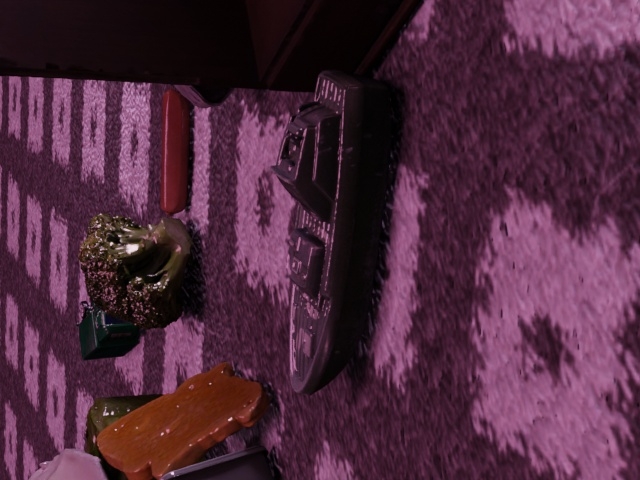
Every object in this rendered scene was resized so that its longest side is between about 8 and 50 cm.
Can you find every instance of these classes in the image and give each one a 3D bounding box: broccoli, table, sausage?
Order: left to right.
[{"bbox_3d":[-0.207,0.037,1.365,0.138,0.146,0.162,-43,28,20],"label":"broccoli"},{"bbox_3d":[-0.166,-0.099,1.370,0.030,0.035,0.147,-48,-40,-77],"label":"sausage"},{"bbox_3d":[-0.081,-0.245,0.847,0.250,0.282,0.196,131,134,-57],"label":"table"}]

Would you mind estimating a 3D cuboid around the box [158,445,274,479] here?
[{"bbox_3d":[-0.094,0.250,1.120,0.069,0.122,0.084,58,145,30],"label":"box"}]

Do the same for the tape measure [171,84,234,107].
[{"bbox_3d":[-0.113,-0.242,1.139,0.197,0.120,0.236,114,150,-49],"label":"tape measure"}]

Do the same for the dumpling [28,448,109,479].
[{"bbox_3d":[-0.303,0.338,1.248,0.204,0.163,0.293,108,163,-44],"label":"dumpling"}]

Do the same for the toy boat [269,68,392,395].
[{"bbox_3d":[0.000,0.000,0.921,0.078,0.085,0.260,-139,52,-58],"label":"toy boat"}]

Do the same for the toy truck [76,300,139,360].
[{"bbox_3d":[-0.284,0.109,1.616,0.147,0.065,0.079,143,121,-62],"label":"toy truck"}]

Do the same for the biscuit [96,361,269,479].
[{"bbox_3d":[-0.142,0.187,1.202,0.250,0.162,0.035,-15,115,41],"label":"biscuit"}]

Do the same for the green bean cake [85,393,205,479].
[{"bbox_3d":[-0.195,0.316,1.340,0.248,0.125,0.222,-131,45,-54],"label":"green bean cake"}]
